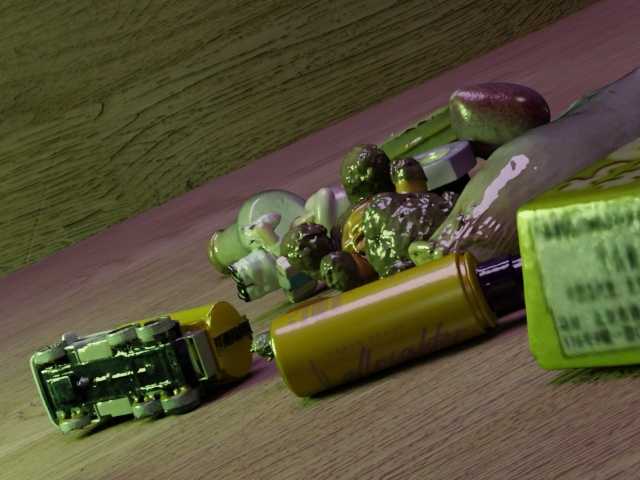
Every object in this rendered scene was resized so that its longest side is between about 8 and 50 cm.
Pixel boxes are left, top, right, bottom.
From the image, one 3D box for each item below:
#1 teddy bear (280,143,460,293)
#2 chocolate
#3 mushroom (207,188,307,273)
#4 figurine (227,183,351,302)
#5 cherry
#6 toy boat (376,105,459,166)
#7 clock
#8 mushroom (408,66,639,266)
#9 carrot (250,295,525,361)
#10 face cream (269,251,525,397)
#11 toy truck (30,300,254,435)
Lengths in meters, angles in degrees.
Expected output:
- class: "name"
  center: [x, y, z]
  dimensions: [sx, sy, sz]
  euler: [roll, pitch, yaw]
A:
- class: "teddy bear"
  center: [0.074, -0.007, 2.041]
  dimensions: [0.177, 0.140, 0.190]
  euler: [-53, 26, -14]
- class: "chocolate"
  center: [0.329, -0.025, 1.392]
  dimensions: [0.289, 0.137, 0.301]
  euler: [-29, 10, -36]
- class: "mushroom"
  center: [-0.072, -0.006, 2.505]
  dimensions: [0.118, 0.103, 0.270]
  euler: [-19, -3, -17]
- class: "figurine"
  center: [0.000, 0.000, 2.197]
  dimensions: [0.229, 0.137, 0.112]
  euler: [-29, 41, -15]
- class: "cherry"
  center: [0.254, -0.165, 2.501]
  dimensions: [0.115, 0.148, 0.188]
  euler: [-53, 20, -18]
- class: "toy boat"
  center: [0.143, -0.133, 2.754]
  dimensions: [0.276, 0.084, 0.111]
  euler: [-26, 7, -14]
- class: "clock"
  center: [0.130, -0.071, 2.457]
  dimensions: [0.198, 0.064, 0.172]
  euler: [-28, 10, -31]
- class: "mushroom"
  center: [0.229, -0.054, 1.899]
  dimensions: [0.177, 0.126, 0.397]
  euler: [-29, 4, 35]
- class: "carrot"
  center: [0.089, 0.067, 1.742]
  dimensions: [0.336, 0.069, 0.069]
  euler: [-13, 11, 18]
- class: "face cream"
  center: [0.093, 0.062, 1.673]
  dimensions: [0.273, 0.078, 0.078]
  euler: [-20, 9, 13]
- class: "toy truck"
  center: [-0.181, 0.127, 1.924]
  dimensions: [0.227, 0.098, 0.114]
  euler: [-14, 8, 34]
